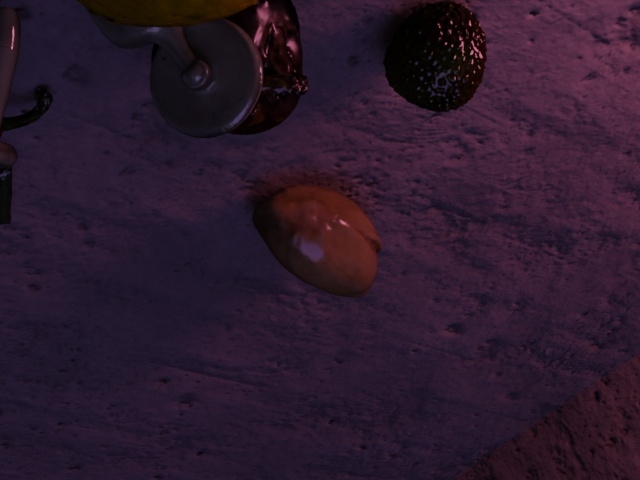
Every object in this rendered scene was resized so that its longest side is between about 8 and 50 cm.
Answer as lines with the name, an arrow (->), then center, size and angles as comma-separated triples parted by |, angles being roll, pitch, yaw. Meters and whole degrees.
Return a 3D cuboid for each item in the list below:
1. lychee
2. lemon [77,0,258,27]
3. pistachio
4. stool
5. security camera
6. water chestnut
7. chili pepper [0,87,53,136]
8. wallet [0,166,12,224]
lychee -> 0.175, -0.278, 1.810 | 0.171, 0.171, 0.171 | -12, 145, -9
lemon -> -0.157, -0.411, 1.309 | 0.387, 0.350, 0.350 | -23, 146, -10
pistachio -> 0.000, 0.000, 2.097 | 0.181, 0.162, 0.293 | -8, 154, 35
stool -> -0.482, -0.193, 1.528 | 0.195, 0.199, 0.195 | 2, 180, -25
security camera -> -0.194, -0.268, 1.534 | 0.157, 0.302, 0.080 | -37, 170, 16
water chestnut -> -0.107, -0.247, 1.653 | 0.238, 0.224, 0.224 | 14, 160, 32
chili pepper -> -0.559, -0.167, 1.658 | 0.387, 0.110, 0.110 | -2, 142, -27
wallet -> -0.589, -0.074, 1.821 | 0.236, 0.055, 0.160 | 0, 144, -15
